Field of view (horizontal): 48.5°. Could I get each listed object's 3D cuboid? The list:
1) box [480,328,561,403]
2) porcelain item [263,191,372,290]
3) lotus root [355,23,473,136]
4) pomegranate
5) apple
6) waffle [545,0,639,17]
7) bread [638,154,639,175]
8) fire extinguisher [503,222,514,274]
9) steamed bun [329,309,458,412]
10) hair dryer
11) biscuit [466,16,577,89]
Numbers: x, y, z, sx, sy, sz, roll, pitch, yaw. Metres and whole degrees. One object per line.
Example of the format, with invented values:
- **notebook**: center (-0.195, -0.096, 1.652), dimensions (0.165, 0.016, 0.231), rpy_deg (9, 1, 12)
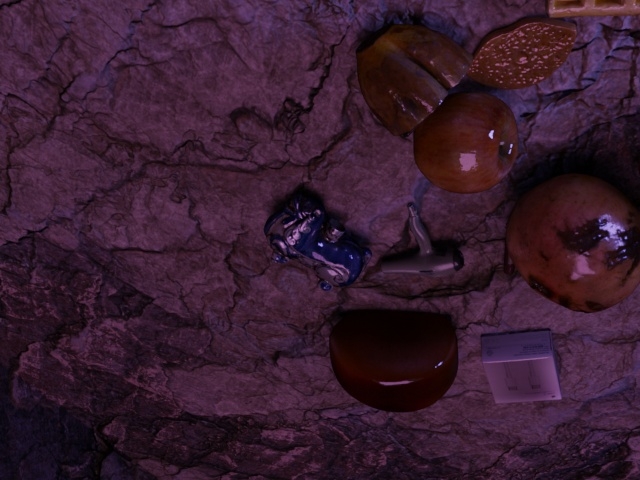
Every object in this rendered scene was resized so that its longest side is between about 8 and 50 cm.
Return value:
- **box**: center (0.604, 0.380, 2.133), dimensions (0.203, 0.106, 0.252), rpy_deg (-9, 137, 18)
- **porcelain item**: center (0.000, 0.000, 1.813), dimensions (0.288, 0.138, 0.186), rpy_deg (32, 118, -17)
- **lotus root**: center (0.165, -0.331, 1.358), dimensions (0.180, 0.188, 0.199), rpy_deg (45, 132, -16)
- **pomegranate**: center (0.566, 0.007, 1.572), dimensions (0.322, 0.322, 0.322), rpy_deg (6, 139, 5)
- **apple**: center (0.298, -0.200, 1.455), dimensions (0.188, 0.211, 0.211), rpy_deg (11, 148, 41)
- **waffle**: center (0.501, -0.492, 1.191), dimensions (0.221, 0.055, 0.248), rpy_deg (0, 138, 11)
- **bread**: center (0.724, -0.166, 1.522), dimensions (0.085, 0.053, 0.085), rpy_deg (15, 147, 10)
- **fire extinguisher**: center (0.489, 0.024, 1.801), dimensions (0.049, 0.035, 0.173), rpy_deg (2, 142, 14)
- **steamed bun**: center (0.212, 0.362, 2.077), dimensions (0.379, 0.248, 0.235), rpy_deg (1, 139, 9)
- **hair dryer**: center (0.228, 0.024, 1.834), dimensions (0.225, 0.088, 0.219), rpy_deg (45, 134, -17)
- **biscuit**: center (0.392, -0.361, 1.384), dimensions (0.220, 0.029, 0.142), rpy_deg (-21, 129, 30)
